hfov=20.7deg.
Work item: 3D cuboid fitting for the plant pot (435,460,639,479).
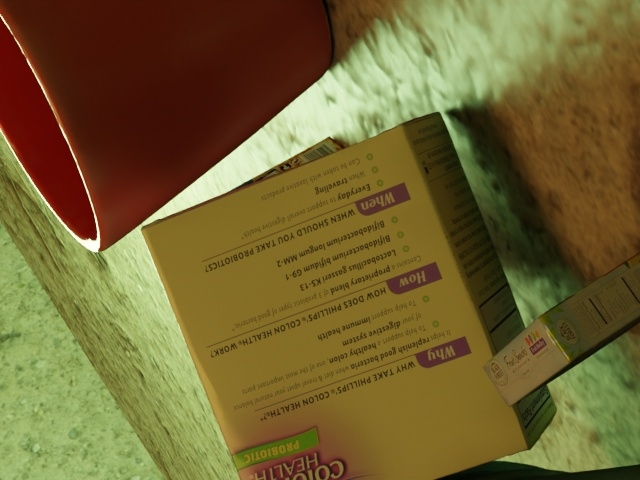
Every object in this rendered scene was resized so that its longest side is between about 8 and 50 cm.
[{"bbox_3d":[0.185,0.287,1.116,0.341,0.341,0.334,59,156,3],"label":"plant pot"}]

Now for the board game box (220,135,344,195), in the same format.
[{"bbox_3d":[0.000,0.000,1.447,0.193,0.147,0.045,42,156,48],"label":"board game box"}]

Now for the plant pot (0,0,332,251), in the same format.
[{"bbox_3d":[-0.142,-0.165,1.416,0.275,0.243,0.275,53,163,25],"label":"plant pot"}]

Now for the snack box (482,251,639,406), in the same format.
[{"bbox_3d":[0.168,0.055,1.120,0.037,0.100,0.141,57,164,10],"label":"snack box"}]

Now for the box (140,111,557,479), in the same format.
[{"bbox_3d":[0.024,0.058,1.269,0.243,0.213,0.117,68,-161,-1],"label":"box"}]
